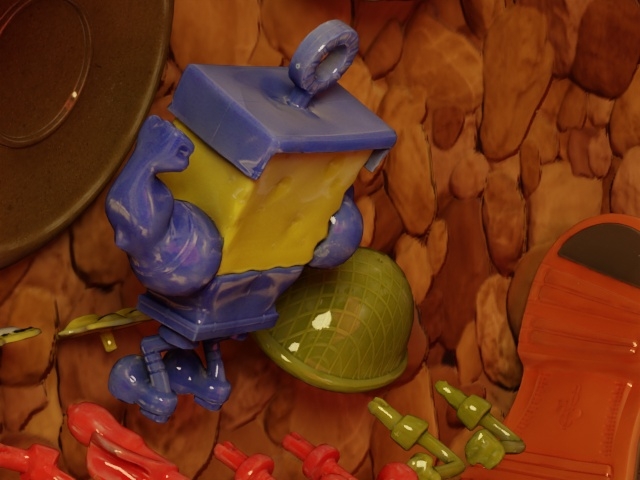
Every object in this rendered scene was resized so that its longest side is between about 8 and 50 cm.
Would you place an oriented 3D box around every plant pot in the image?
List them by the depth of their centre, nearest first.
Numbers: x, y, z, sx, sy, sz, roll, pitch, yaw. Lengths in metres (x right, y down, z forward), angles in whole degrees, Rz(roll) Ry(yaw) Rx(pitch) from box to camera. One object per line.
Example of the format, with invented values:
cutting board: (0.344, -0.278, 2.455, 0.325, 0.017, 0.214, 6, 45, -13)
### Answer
plant pot: (-0.140, -0.083, 0.849, 0.236, 0.032, 0.236, -41, 144, -39)

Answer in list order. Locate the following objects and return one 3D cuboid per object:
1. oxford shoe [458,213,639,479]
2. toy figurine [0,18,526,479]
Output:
oxford shoe: (0.175, 0.170, 1.241, 0.133, 0.130, 0.364, 45, 65, -52)
toy figurine: (0.000, 0.000, 0.908, 0.362, 0.191, 0.217, -6, 124, -53)
